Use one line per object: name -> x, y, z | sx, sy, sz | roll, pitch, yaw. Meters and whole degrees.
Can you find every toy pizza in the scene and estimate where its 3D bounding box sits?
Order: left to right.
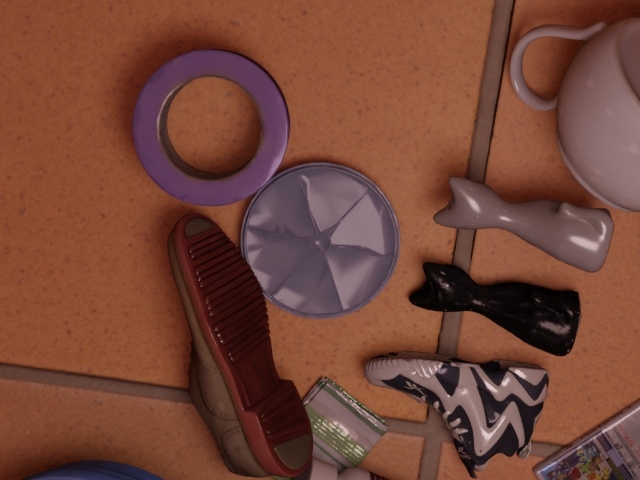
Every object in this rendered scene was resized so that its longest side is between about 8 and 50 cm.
toy pizza -> 0.000, 0.000, 1.549 | 0.201, 0.032, 0.201 | 0, 101, 1

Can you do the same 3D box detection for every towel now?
towel -> 0.001, 0.267, 1.597 | 0.113, 0.023, 0.152 | 38, 98, -5

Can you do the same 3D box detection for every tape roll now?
tape roll -> -0.132, -0.139, 1.501 | 0.189, 0.080, 0.188 | 0, 99, 0

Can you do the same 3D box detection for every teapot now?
teapot -> 0.367, -0.129, 1.452 | 0.253, 0.256, 0.187 | 14, 142, -26

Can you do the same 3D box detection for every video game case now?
video game case -> 0.409, 0.330, 1.609 | 0.183, 0.023, 0.201 | -34, 99, 5

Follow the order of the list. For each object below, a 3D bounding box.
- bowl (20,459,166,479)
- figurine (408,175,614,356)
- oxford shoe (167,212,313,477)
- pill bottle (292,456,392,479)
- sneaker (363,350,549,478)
bowl -> -0.257, 0.454, 1.535 | 0.391, 0.077, 0.391 | 7, 110, 21
figurine -> 0.229, 0.024, 1.498 | 0.210, 0.092, 0.214 | 14, 125, 3
oxford shoe -> -0.132, 0.140, 1.524 | 0.130, 0.123, 0.348 | -17, 93, 36
pill bottle -> 0.069, 0.361, 1.555 | 0.221, 0.121, 0.121 | 24, 99, -9
sneaker -> 0.167, 0.224, 1.554 | 0.235, 0.094, 0.153 | 5, 91, -11
